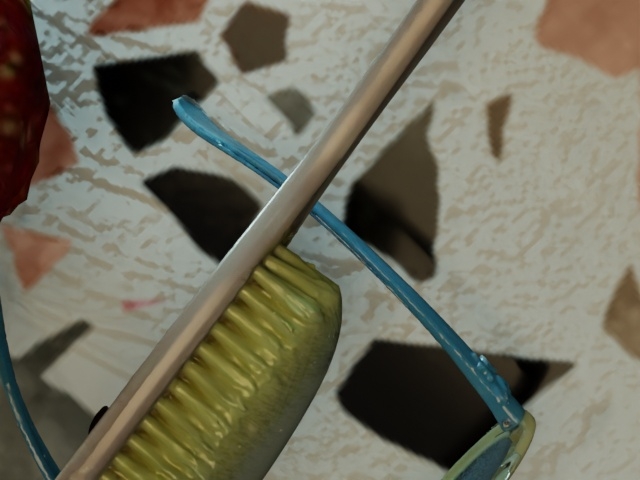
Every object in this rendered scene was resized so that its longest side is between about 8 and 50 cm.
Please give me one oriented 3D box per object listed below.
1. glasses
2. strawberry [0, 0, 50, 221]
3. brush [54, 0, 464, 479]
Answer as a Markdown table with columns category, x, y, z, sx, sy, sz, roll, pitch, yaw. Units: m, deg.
| category | x | y | z | sx | sy | sz | roll | pitch | yaw |
| --- | --- | --- | --- | --- | --- | --- | --- | --- | --- |
| glasses | -0.030 | 0.061 | 0.796 | 0.189 | 0.088 | 0.220 | -38 | 73 | 16 |
| strawberry | -0.241 | -0.049 | 0.714 | 0.288 | 0.238 | 0.250 | -15 | 103 | 5 |
| brush | 0.001 | 0.001 | 0.716 | 0.067 | 0.072 | 0.313 | 35 | 95 | -1 |
